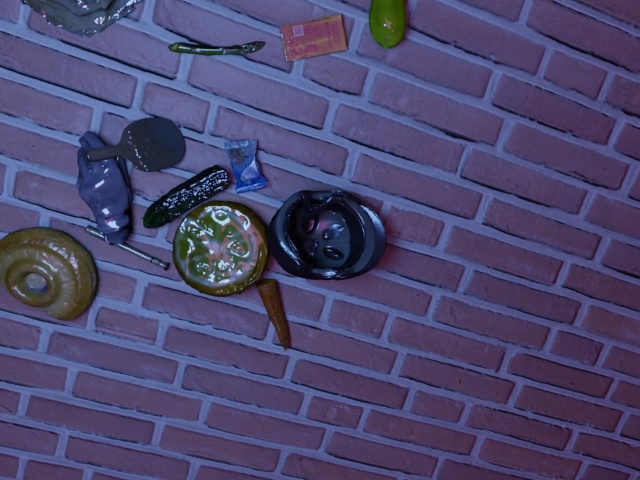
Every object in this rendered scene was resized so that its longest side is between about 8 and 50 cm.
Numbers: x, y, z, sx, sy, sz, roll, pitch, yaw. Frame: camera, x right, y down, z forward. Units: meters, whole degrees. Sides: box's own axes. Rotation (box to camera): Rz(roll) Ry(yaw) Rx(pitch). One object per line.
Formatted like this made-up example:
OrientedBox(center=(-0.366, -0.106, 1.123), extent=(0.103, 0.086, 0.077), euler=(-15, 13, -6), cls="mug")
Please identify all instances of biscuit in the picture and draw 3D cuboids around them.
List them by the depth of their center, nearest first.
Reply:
OrientedBox(center=(-0.713, 0.075, 1.316), extent=(0.274, 0.091, 0.213), euler=(28, 102, -9), cls="biscuit")

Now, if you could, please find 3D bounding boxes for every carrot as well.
OrientedBox(center=(-0.120, 0.212, 1.427), extent=(0.057, 0.057, 0.224), euler=(-17, 108, -1), cls="carrot")

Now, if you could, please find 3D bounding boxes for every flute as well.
OrientedBox(center=(-0.513, 0.021, 1.352), extent=(0.233, 0.027, 0.027), euler=(27, 101, -11), cls="flute")

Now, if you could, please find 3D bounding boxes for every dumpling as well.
OrientedBox(center=(-0.566, -0.561, 1.169), extent=(0.332, 0.086, 0.166), euler=(2, 102, -1), cls="dumpling")

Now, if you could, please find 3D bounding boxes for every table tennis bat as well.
OrientedBox(center=(-0.449, -0.229, 1.247), extent=(0.234, 0.022, 0.131), euler=(-17, 99, -29), cls="table tennis bat")

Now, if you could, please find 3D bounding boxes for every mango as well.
OrientedBox(center=(0.161, -0.554, 1.238), extent=(0.091, 0.074, 0.165), euler=(-12, 105, 0), cls="mango")

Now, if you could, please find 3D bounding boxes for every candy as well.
OrientedBox(center=(-0.192, -0.195, 1.322), extent=(0.088, 0.038, 0.136), euler=(-11, 98, 12), cls="candy")
OrientedBox(center=(-0.255, 0.020, 1.329), extent=(0.260, 0.118, 0.259), euler=(-1, 103, -6), cls="candy")

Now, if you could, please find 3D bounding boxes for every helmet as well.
OrientedBox(center=(0.000, 0.000, 1.310), extent=(0.305, 0.177, 0.225), euler=(11, 70, -26), cls="helmet")

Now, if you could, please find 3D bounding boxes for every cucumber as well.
OrientedBox(center=(-0.351, -0.109, 1.308), extent=(0.265, 0.077, 0.077), euler=(-30, 105, 2), cls="cucumber")

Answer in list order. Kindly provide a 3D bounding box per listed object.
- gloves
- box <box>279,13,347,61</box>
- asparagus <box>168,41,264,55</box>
OrientedBox(center=(-0.534, -0.133, 1.279), extent=(0.142, 0.119, 0.285), euler=(-25, 104, -31), cls="gloves")
OrientedBox(center=(-0.018, -0.501, 1.263), extent=(0.156, 0.022, 0.089), euler=(-13, 104, -1), cls="box")
OrientedBox(center=(-0.255, -0.470, 1.247), extent=(0.236, 0.027, 0.034), euler=(-2, 93, -5), cls="asparagus")
